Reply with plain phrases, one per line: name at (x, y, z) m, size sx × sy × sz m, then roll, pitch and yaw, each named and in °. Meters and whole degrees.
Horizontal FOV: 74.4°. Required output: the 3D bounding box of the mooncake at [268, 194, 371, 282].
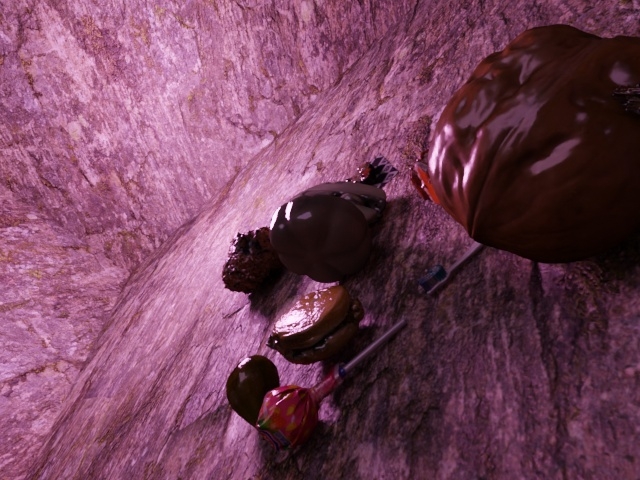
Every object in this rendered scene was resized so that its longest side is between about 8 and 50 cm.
mooncake at (0.000, 0.000, 1.103) m, size 0.275 × 0.275 × 0.135 m, roll -26°, pitch 38°, yaw 36°

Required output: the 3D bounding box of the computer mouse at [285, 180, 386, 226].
computer mouse at (0.002, -0.090, 1.313) m, size 0.429 × 0.145 × 0.228 m, roll -7°, pitch 37°, yaw 42°

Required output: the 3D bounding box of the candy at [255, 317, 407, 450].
candy at (0.030, 0.276, 0.855) m, size 0.365 × 0.124 × 0.124 m, roll -39°, pitch 25°, yaw -5°

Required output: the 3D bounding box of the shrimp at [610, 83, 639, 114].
shrimp at (0.416, -0.129, 0.465) m, size 0.101 × 0.042 × 0.190 m, roll -39°, pitch 57°, yaw -9°

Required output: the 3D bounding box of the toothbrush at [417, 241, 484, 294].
toothbrush at (0.365, -0.037, 0.861) m, size 0.418 × 0.040 × 0.042 m, roll -41°, pitch 24°, yaw 0°

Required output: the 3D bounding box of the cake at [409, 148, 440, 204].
cake at (0.319, -0.140, 1.000) m, size 0.098 × 0.135 × 0.287 m, roll -38°, pitch 32°, yaw -14°

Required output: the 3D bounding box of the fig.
fig at (-0.154, 0.355, 0.974) m, size 0.133 × 0.126 × 0.185 m, roll -32°, pitch 22°, yaw 0°

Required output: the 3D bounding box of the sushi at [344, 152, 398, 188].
sushi at (0.137, -0.212, 1.448) m, size 0.220 × 0.047 × 0.231 m, roll -41°, pitch 26°, yaw 12°

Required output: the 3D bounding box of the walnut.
walnut at (0.374, -0.150, 0.683) m, size 0.398 × 0.308 × 0.354 m, roll -44°, pitch 45°, yaw -1°

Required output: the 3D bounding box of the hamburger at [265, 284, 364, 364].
hamburger at (0.000, 0.194, 0.941) m, size 0.215 × 0.122 × 0.189 m, roll -25°, pitch 10°, yaw 38°

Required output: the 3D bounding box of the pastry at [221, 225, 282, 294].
pastry at (-0.249, 0.061, 1.471) m, size 0.275 × 0.193 × 0.274 m, roll -36°, pitch 29°, yaw 23°
